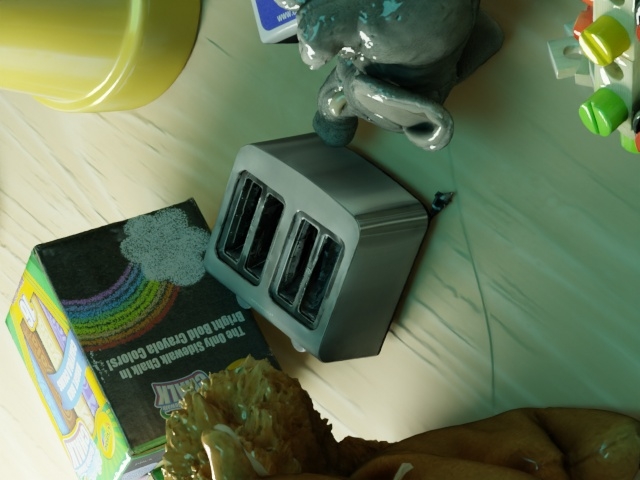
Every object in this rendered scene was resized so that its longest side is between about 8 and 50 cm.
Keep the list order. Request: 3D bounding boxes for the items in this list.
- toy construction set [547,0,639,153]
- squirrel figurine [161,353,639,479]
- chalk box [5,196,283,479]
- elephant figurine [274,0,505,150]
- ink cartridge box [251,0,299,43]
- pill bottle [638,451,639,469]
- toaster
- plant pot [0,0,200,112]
[{"bbox_3d":[0.196,-0.174,1.040,0.215,0.327,0.151,36,79,33],"label":"toy construction set"},{"bbox_3d":[0.017,0.248,1.217,0.397,0.370,0.281,13,96,48],"label":"squirrel figurine"},{"bbox_3d":[-0.159,0.139,1.474,0.289,0.180,0.179,63,151,15],"label":"chalk box"},{"bbox_3d":[0.069,-0.152,1.252,0.186,0.169,0.239,55,175,43],"label":"elephant figurine"},{"bbox_3d":[0.031,-0.361,1.323,0.304,0.072,0.307,-17,85,44],"label":"ink cartridge box"},{"bbox_3d":[0.317,0.088,1.103,0.123,0.123,0.219,26,115,36],"label":"pill bottle"},{"bbox_3d":[0.000,0.000,1.382,0.168,0.110,0.185,37,120,31],"label":"toaster"},{"bbox_3d":[-0.288,-0.249,1.512,0.254,0.239,0.254,8,103,40],"label":"plant pot"}]
